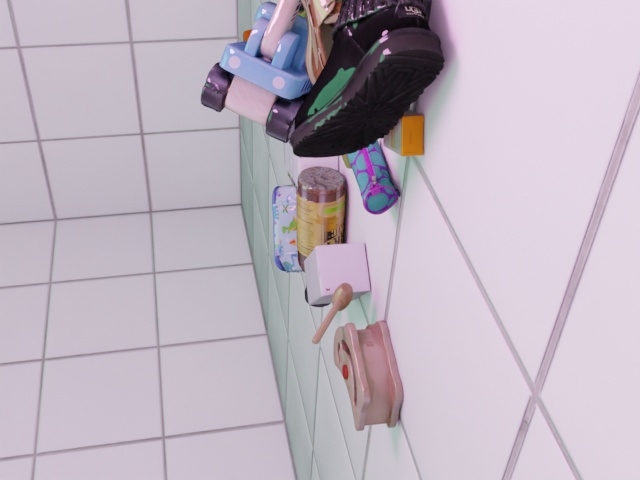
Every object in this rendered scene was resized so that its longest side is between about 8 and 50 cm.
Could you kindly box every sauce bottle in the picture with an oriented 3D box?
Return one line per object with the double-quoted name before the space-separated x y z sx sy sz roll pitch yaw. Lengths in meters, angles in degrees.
"sauce bottle" 0.000 0.000 1.805 0.111 0.111 0.344 -109 15 -52

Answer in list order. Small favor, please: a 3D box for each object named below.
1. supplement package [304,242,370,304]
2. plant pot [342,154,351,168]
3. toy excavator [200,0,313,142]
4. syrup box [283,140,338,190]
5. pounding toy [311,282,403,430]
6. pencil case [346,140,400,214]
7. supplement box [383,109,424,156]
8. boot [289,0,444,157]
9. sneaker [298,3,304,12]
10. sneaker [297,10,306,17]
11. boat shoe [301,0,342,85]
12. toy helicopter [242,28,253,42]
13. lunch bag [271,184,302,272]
"supplement package" 0.032 0.073 1.671 0.179 0.105 0.105 131 134 -77
"plant pot" 0.063 -0.179 1.481 0.083 0.083 0.079 -131 25 -73
"toy excavator" -0.088 -0.454 1.715 0.445 0.222 0.433 -67 -6 19
"syrup box" -0.026 -0.187 1.890 0.237 0.093 0.096 -121 27 -67
"pounding toy" 0.049 0.232 1.514 0.154 0.154 0.269 108 155 -55
"pencil case" 0.089 -0.118 1.376 0.070 0.064 0.152 72 -178 -48
"supplement box" 0.127 -0.169 1.216 0.098 0.036 0.062 -127 34 -68
"boot" 0.052 -0.297 1.171 0.348 0.131 0.260 -37 57 50
"sneaker" -0.065 -0.673 1.844 0.106 0.101 0.267 -152 57 -75
"sneaker" -0.071 -0.639 1.976 0.094 0.081 0.208 139 115 -75
"boat shoe" 0.030 -0.425 1.445 0.120 0.122 0.324 -134 33 -63
"toy helicopter" -0.083 -0.412 2.108 0.235 0.140 0.355 -138 33 -62
"lunch bag" -0.049 -0.030 1.961 0.176 0.090 0.219 -9 -85 -65
